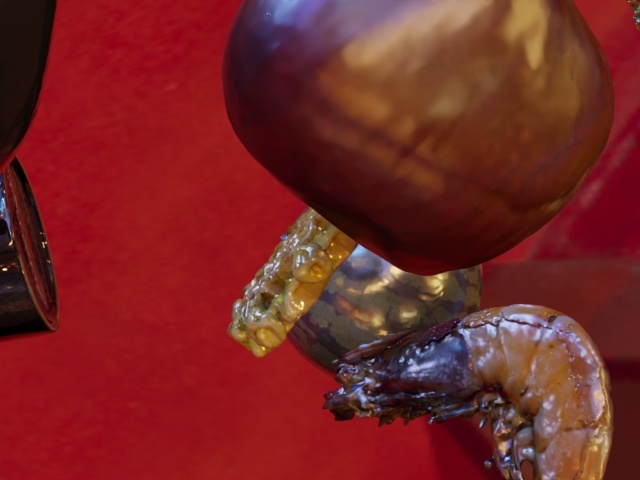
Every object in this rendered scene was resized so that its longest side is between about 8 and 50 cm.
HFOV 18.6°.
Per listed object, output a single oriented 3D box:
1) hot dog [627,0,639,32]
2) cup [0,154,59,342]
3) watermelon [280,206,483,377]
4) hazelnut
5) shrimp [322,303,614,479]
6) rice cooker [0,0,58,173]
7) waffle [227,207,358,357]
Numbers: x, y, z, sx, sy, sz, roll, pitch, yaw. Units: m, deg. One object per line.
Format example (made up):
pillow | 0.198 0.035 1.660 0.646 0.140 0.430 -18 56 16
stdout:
hot dog | 0.109 -0.092 0.608 0.021 0.083 0.037 -17 56 -18
cup | -0.333 -0.001 1.692 0.177 0.239 0.166 -15 126 2
watermelon | 0.054 0.044 1.948 0.212 0.212 0.212 3 85 -30
hazelnut | 0.057 -0.100 1.145 0.229 0.229 0.230 3 85 -30
shrimp | 0.111 0.165 1.539 0.054 0.290 0.222 6 81 -46
rice cooker | -0.224 -0.123 0.731 0.224 0.267 0.267 -15 94 -22
waffle | -0.002 0.003 1.326 0.038 0.191 0.191 38 68 -5
